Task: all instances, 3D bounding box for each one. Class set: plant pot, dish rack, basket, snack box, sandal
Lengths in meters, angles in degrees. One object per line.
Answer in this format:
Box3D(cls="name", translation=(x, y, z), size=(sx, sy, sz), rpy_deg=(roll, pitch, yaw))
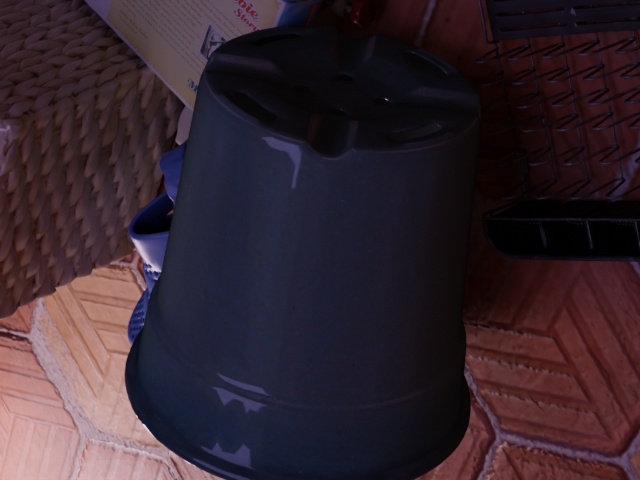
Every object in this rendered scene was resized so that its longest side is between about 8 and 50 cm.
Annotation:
Box3D(cls="plant pot", translation=(0.000, 0.000, 1.591), size=(0.341, 0.341, 0.334), rpy_deg=(28, 125, 29))
Box3D(cls="dish rack", translation=(0.227, -0.120, 1.521), size=(0.208, 0.074, 0.271), rpy_deg=(0, 110, 40))
Box3D(cls="basket", translation=(-0.351, -0.117, 1.853), size=(0.266, 0.328, 0.331), rpy_deg=(38, 130, 19))
Box3D(cls="snack box", translation=(-0.143, -0.265, 1.721), size=(0.322, 0.060, 0.187), rpy_deg=(46, 134, 24))
Box3D(cls="sandal", translation=(-0.146, -0.001, 1.837), size=(0.317, 0.138, 0.126), rpy_deg=(-59, 31, 33))

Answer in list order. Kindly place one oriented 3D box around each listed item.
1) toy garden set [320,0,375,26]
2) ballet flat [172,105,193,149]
Box3D(cls="toy garden set", translation=(-0.020, -0.331, 1.658), size=(0.204, 0.049, 0.244), rpy_deg=(24, 123, 33))
Box3D(cls="ballet flat", translation=(-0.138, -0.102, 1.853), size=(0.072, 0.068, 0.213), rpy_deg=(41, 132, 21))
